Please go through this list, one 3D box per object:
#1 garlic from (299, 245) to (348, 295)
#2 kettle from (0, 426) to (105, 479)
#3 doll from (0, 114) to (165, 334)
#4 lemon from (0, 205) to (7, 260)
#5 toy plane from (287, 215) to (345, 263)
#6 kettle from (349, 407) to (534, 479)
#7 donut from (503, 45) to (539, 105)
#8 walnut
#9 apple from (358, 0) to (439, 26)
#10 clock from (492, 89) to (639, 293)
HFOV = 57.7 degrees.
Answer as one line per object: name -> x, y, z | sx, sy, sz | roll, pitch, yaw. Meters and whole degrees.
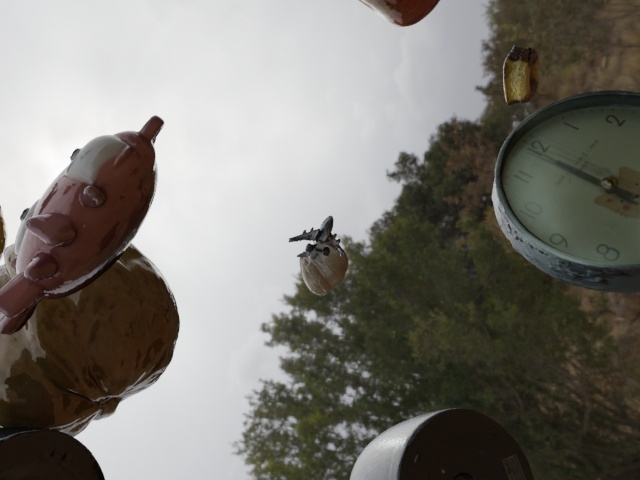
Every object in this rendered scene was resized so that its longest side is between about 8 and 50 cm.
garlic -> 0.012, 0.048, 1.060 | 0.113, 0.074, 0.094 | -57, -46, -46
kettle -> -0.437, 0.323, 0.568 | 0.321, 0.324, 0.228 | -31, -69, -64
doll -> -0.233, -0.014, 0.568 | 0.262, 0.093, 0.211 | -49, 14, 14
lemon -> -0.747, -0.010, 1.193 | 0.188, 0.188, 0.256 | 34, -116, -70
toy plane -> 0.000, 0.000, 0.753 | 0.083, 0.079, 0.031 | 121, 157, -46
kettle -> 0.173, 0.370, 0.877 | 0.290, 0.268, 0.207 | 130, 128, -60
donut -> 0.465, -0.382, 1.344 | 0.140, 0.059, 0.140 | -20, -66, -56
walnut -> -0.349, 0.124, 0.808 | 0.296, 0.285, 0.285 | -29, -47, -23
apple -> 0.113, -0.452, 0.929 | 0.164, 0.209, 0.209 | -54, -10, 17
clock -> 0.287, -0.057, 0.574 | 0.049, 0.226, 0.226 | 66, -146, -55
